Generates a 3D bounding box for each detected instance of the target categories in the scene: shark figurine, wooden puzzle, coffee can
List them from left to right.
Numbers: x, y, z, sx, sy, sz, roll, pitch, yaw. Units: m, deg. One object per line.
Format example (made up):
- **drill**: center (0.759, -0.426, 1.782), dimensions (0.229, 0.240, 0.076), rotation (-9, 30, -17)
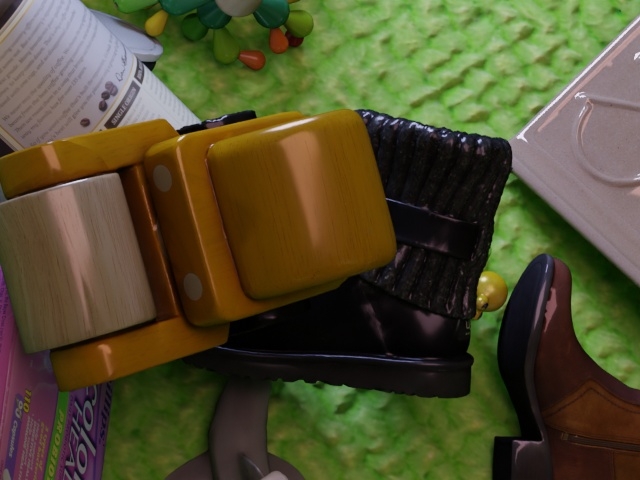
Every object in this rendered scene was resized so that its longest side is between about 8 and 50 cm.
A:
- **coffee can**: center (-0.254, -0.116, 1.874), dimensions (0.275, 0.201, 0.201), rotation (45, 62, -24)
- **shark figurine**: center (-0.039, 0.253, 1.896), dimensions (0.166, 0.116, 0.278), rotation (-32, 79, -22)
- **wooden puzzle**: center (0.418, -0.095, 2.115), dimensions (0.348, 0.080, 0.322), rotation (-42, 70, -9)

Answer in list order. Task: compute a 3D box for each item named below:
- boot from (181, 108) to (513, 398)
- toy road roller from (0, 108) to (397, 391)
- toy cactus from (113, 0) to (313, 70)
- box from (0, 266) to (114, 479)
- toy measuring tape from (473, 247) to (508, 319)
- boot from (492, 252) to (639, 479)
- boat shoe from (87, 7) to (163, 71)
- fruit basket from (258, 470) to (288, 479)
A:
- **boot**: center (0.002, 0.000, 1.905), dimensions (0.348, 0.131, 0.260), rotation (6, 99, 8)
- **toy road roller**: center (-0.091, -0.014, 1.689), dimensions (0.329, 0.241, 0.202), rotation (-16, 91, -45)
- **toy cactus**: center (-0.093, -0.249, 2.035), dimensions (0.219, 0.180, 0.112), rotation (17, 73, -20)
- **box**: center (-0.285, 0.159, 1.780), dimensions (0.117, 0.243, 0.213), rotation (-1, 67, 14)
- **toy measuring tape**: center (0.031, 0.006, 2.011), dimensions (0.330, 0.121, 0.121), rotation (23, 65, 1)
- **boot**: center (0.323, 0.150, 2.008), dimensions (0.280, 0.096, 0.264), rotation (3, 87, -14)
- **boat shoe**: center (-0.313, -0.192, 2.006), dimensions (0.303, 0.091, 0.114), rotation (10, 23, -10)
- **fruit basket**: center (-0.097, 0.425, 1.757), dimensions (0.353, 0.165, 0.327), rotation (-30, 80, -17)
